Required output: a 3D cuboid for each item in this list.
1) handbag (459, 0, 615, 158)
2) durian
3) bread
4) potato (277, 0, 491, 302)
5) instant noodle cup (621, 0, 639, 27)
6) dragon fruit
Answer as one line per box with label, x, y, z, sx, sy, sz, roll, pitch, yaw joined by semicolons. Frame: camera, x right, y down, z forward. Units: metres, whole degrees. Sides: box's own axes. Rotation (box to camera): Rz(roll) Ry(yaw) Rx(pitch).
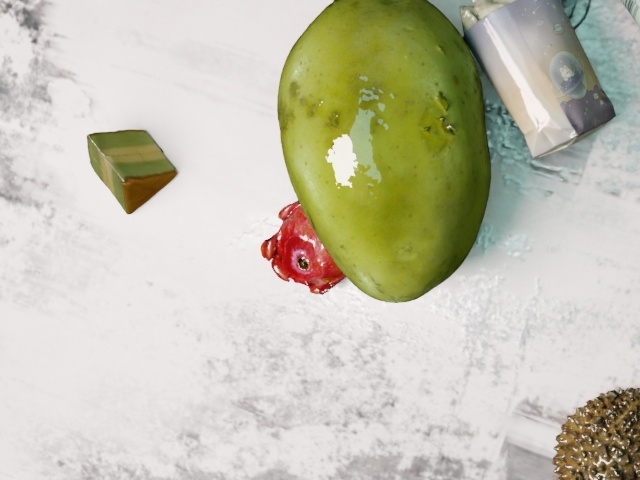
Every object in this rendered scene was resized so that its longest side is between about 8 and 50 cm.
handbag;0.214;-0.174;1.001;0.095;0.117;0.173;-32;86;36
durian;0.311;0.246;1.045;0.148;0.091;0.188;10;102;14
bread;-0.232;-0.071;1.128;0.084;0.139;0.074;-38;88;17
potato;0.064;-0.095;1.008;0.216;0.216;0.304;-3;104;16
instant noodle cup;0.367;-0.261;0.885;0.284;0.284;0.312;-42;77;17
dragon fruit;-0.003;0.004;1.113;0.126;0.068;0.112;-13;94;18
